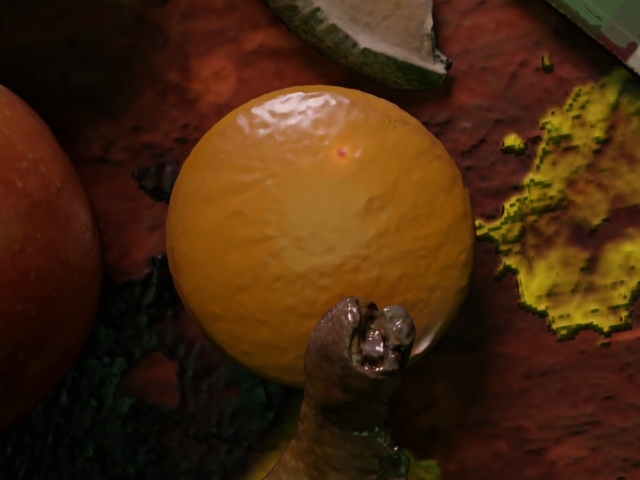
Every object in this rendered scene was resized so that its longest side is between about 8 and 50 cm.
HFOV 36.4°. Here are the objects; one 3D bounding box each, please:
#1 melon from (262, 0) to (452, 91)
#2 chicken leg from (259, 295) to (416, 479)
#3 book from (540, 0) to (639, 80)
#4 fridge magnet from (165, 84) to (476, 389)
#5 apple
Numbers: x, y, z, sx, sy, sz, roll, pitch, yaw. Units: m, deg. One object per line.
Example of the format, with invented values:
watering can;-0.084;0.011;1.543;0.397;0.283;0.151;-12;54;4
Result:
melon;-0.005;-0.148;0.434;0.098;0.054;0.182;-16;100;-5
chicken leg;0.007;0.107;0.439;0.085;0.069;0.197;10;125;5
book;0.238;-0.116;0.410;0.289;0.026;0.201;40;104;-2
fridge magnet;0.000;0.000;0.448;0.143;0.063;0.143;1;104;6
apple;-0.197;0.011;0.432;0.201;0.162;0.201;5;104;18
